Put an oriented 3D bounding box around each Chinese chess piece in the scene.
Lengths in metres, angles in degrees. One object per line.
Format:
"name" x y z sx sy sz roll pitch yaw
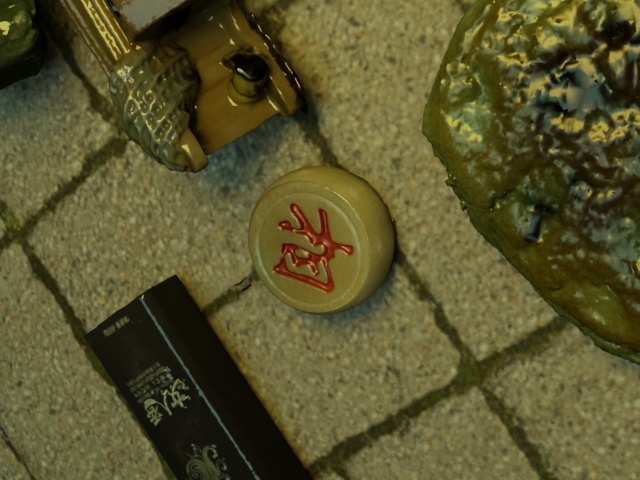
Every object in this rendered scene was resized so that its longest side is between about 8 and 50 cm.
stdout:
"Chinese chess piece" 0.000 0.000 1.084 0.122 0.051 0.122 9 109 27

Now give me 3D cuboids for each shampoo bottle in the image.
"shampoo bottle" -0.083 0.184 1.180 0.098 0.071 0.309 -35 89 30

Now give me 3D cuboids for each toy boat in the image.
"toy boat" -0.177 -0.257 1.031 0.445 0.136 0.162 58 164 1

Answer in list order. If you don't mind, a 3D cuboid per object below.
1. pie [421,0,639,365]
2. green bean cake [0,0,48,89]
"pie" 0.226 -0.070 0.924 0.323 0.070 0.323 8 108 26
"green bean cake" -0.292 -0.213 1.115 0.094 0.173 0.181 -21 94 -9
